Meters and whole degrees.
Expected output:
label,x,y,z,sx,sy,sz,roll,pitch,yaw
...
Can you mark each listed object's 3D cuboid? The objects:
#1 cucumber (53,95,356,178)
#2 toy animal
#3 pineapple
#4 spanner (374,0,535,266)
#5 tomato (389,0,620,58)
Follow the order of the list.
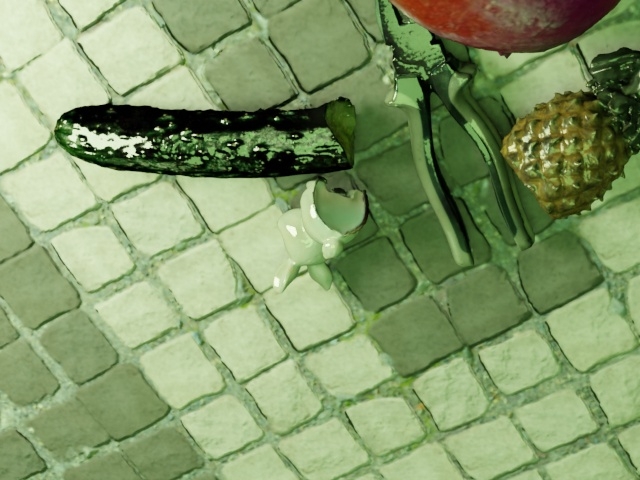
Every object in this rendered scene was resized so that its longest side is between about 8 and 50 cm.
label,x,y,z,sx,sy,sz,roll,pitch,yaw
cucumber,-0.117,-0.097,1.281,0.303,0.081,0.072,-2,149,7
toy animal,-0.001,-0.006,1.315,0.071,0.085,0.124,-4,159,-30
pineapple,0.290,-0.122,1.214,0.237,0.111,0.119,-37,137,15
spanner,0.120,-0.121,1.261,0.095,0.040,0.325,-19,111,15
tomato,0.146,-0.300,1.084,0.289,0.176,0.335,0,113,2
